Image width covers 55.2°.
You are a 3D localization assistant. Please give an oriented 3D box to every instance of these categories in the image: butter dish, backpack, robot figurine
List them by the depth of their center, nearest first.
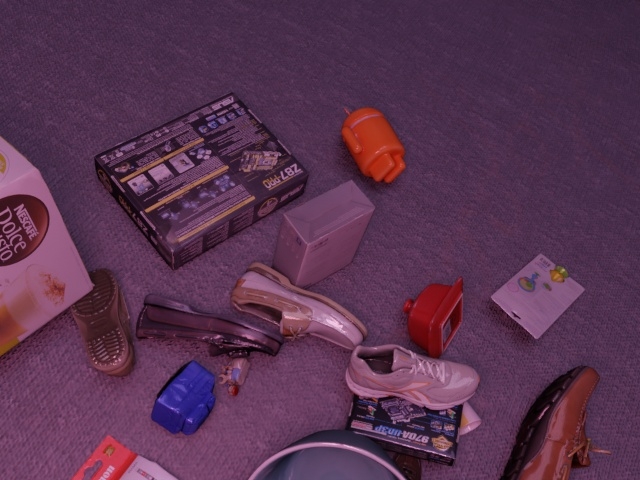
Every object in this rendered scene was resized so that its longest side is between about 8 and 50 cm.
[{"bbox_3d":[-0.252,0.301,1.171,0.101,0.098,0.120,35,45,0],"label":"backpack"},{"bbox_3d":[0.238,0.163,1.347,0.118,0.160,0.160,20,52,28],"label":"butter dish"},{"bbox_3d":[0.135,-0.252,1.584,0.158,0.128,0.219,-22,66,-11],"label":"robot figurine"}]

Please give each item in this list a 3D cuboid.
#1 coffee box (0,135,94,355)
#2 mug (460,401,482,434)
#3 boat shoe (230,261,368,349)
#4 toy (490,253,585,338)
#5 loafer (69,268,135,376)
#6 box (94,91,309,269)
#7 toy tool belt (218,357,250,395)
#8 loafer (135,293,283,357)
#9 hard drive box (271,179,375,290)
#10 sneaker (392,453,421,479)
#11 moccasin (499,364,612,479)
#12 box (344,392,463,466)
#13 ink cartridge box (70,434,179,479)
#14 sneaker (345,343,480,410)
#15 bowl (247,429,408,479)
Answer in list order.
[{"bbox_3d":[-0.676,-0.005,1.090,0.338,0.337,0.334,34,57,25],"label":"coffee box"},{"bbox_3d":[0.286,0.359,1.266,0.078,0.062,0.064,13,40,-43],"label":"mug"},{"bbox_3d":[-0.050,0.161,1.298,0.302,0.113,0.103,26,57,17],"label":"boat shoe"},{"bbox_3d":[0.512,0.137,1.461,0.237,0.056,0.137,-32,66,-33],"label":"toy"},{"bbox_3d":[-0.432,0.167,1.221,0.102,0.092,0.268,-17,47,-12],"label":"loafer"},{"bbox_3d":[-0.275,-0.157,1.453,0.395,0.097,0.318,-34,69,-28],"label":"box"},{"bbox_3d":[-0.179,0.273,1.236,0.051,0.052,0.083,0,49,25],"label":"toy tool belt"},{"bbox_3d":[-0.228,0.196,1.246,0.302,0.109,0.095,16,69,7],"label":"loafer"},{"bbox_3d":[0.000,0.000,1.330,0.181,0.232,0.089,-28,67,-27],"label":"hard drive box"},{"bbox_3d":[0.160,0.478,1.159,0.066,0.071,0.188,19,57,0],"label":"sneaker"},{"bbox_3d":[0.479,0.419,1.225,0.147,0.139,0.380,33,58,8],"label":"moccasin"},{"bbox_3d":[0.173,0.336,1.230,0.220,0.051,0.175,10,52,11],"label":"box"},{"bbox_3d":[-0.354,0.448,1.085,0.179,0.045,0.145,33,57,6],"label":"ink cartridge box"},{"bbox_3d":[0.178,0.256,1.183,0.262,0.121,0.099,2,51,4],"label":"sneaker"},{"bbox_3d":[0.027,0.454,1.047,0.311,0.163,0.311,1,98,8],"label":"bowl"}]
